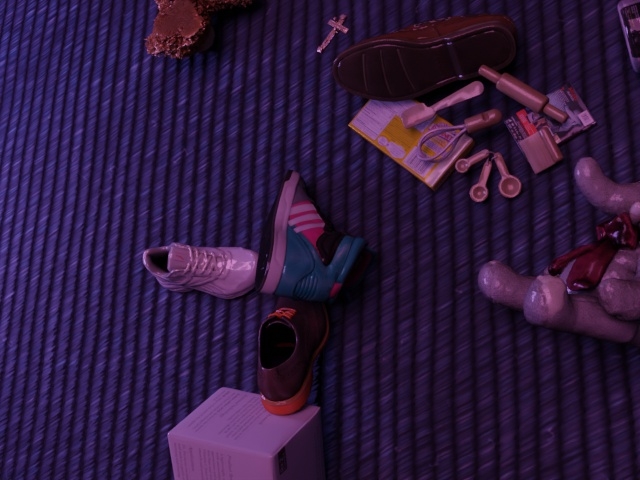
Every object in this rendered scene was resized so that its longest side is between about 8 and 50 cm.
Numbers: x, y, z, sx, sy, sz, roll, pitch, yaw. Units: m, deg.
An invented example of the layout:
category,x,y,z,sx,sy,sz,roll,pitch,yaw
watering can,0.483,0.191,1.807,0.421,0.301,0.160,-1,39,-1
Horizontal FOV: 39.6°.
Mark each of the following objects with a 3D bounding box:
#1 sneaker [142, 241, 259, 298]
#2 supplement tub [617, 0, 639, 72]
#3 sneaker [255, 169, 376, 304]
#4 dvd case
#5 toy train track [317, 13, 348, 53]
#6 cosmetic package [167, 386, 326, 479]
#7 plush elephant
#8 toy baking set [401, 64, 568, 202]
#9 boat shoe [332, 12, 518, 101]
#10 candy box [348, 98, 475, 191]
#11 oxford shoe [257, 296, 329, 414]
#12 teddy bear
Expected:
category,x,y,z,sx,sy,sz,roll,pitch,yaw
sneaker,-0.210,0.047,1.543,0.232,0.115,0.090,-4,71,25
supplement tub,0.544,-0.327,1.307,0.190,0.117,0.117,-14,67,20
sneaker,0.000,0.000,1.460,0.296,0.178,0.124,-84,16,-52
dvd case,0.362,-0.186,1.407,0.119,0.013,0.087,-32,62,14
toy train track,0.020,-0.383,1.640,0.048,0.014,0.083,35,90,31
cosmetic package,-0.106,0.333,1.342,0.183,0.151,0.151,7,113,26
plush elephant,0.410,0.005,1.181,0.329,0.272,0.256,14,93,0
toy baking set,0.257,-0.176,1.409,0.256,0.030,0.197,41,98,19
boat shoe,0.176,-0.310,1.492,0.307,0.111,0.104,-4,32,16
candy box,0.151,-0.179,1.498,0.105,0.027,0.206,-48,60,0
oxford shoe,-0.044,0.138,1.389,0.096,0.098,0.271,-7,37,11
teddy bear,-0.233,-0.497,1.762,0.245,0.113,0.338,-12,60,14
